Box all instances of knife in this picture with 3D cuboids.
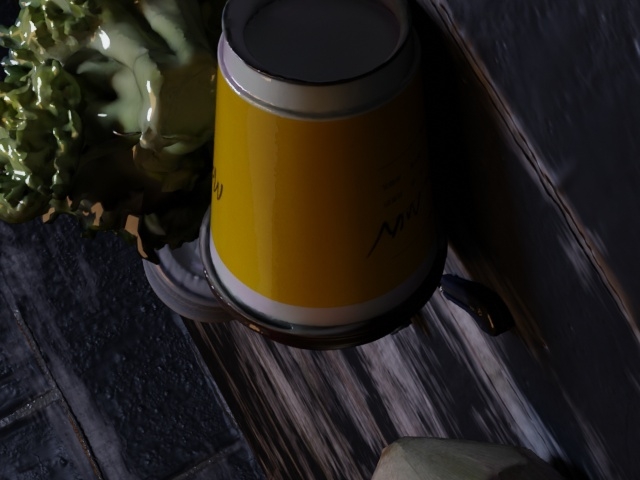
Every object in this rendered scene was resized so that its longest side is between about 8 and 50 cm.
[{"bbox_3d":[0.120,0.048,1.234,0.031,0.018,0.121,69,170,-18],"label":"knife"}]

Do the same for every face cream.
[{"bbox_3d":[-0.120,0.002,1.810,0.177,0.177,0.153,62,167,6],"label":"face cream"}]

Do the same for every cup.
[{"bbox_3d":[0.000,-0.058,1.137,0.196,0.196,0.279,55,159,36],"label":"cup"}]

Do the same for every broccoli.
[{"bbox_3d":[-0.139,-0.146,1.388,0.281,0.293,0.347,-131,55,-65],"label":"broccoli"}]

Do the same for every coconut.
[{"bbox_3d":[0.125,0.262,1.239,0.234,0.224,0.224,59,168,15],"label":"coconut"}]

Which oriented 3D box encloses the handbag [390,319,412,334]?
[{"bbox_3d":[0.000,0.000,1.540,0.175,0.089,0.270,59,171,-20],"label":"handbag"}]
